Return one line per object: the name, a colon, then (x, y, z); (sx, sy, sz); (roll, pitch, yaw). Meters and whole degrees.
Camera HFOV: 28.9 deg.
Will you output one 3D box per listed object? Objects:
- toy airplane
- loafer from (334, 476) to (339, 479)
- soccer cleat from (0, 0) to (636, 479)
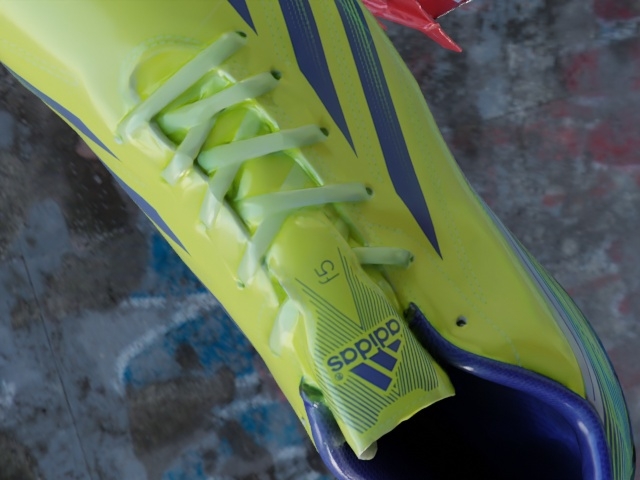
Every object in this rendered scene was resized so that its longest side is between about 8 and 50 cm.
toy airplane: (0.012, -0.124, 0.606); (0.151, 0.151, 0.028); (25, 85, -23)
loafer: (0.059, 0.219, 0.639); (0.096, 0.267, 0.084); (-32, 142, 14)
soccer cleat: (0.001, 0.000, 0.376); (0.093, 0.121, 0.289); (-35, 112, 23)
